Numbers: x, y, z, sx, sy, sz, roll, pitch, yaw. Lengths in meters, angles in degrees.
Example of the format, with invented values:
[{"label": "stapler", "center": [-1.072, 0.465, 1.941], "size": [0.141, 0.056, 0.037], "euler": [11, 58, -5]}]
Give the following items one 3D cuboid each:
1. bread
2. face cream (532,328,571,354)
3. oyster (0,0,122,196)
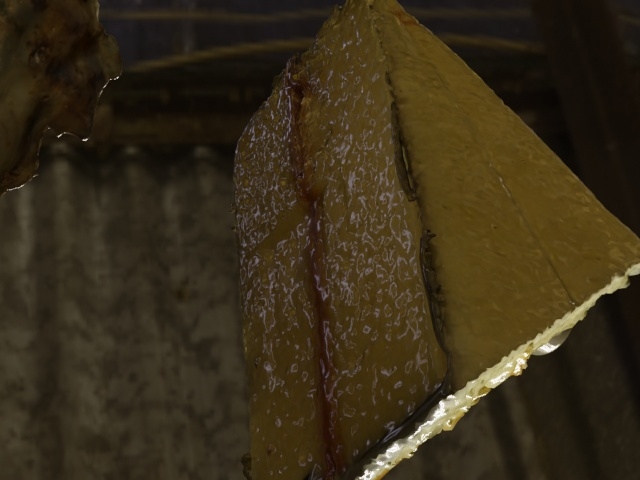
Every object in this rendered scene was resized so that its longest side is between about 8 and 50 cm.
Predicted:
[{"label": "bread", "center": [0.000, 0.000, 1.069], "size": [0.242, 0.345, 0.405], "euler": [-22, -118, -33]}, {"label": "face cream", "center": [0.133, 0.028, 1.634], "size": [0.341, 0.137, 0.084], "euler": [27, -136, -35]}, {"label": "oyster", "center": [-0.109, -0.029, 0.407], "size": [0.132, 0.029, 0.086], "euler": [-35, -102, 8]}]
